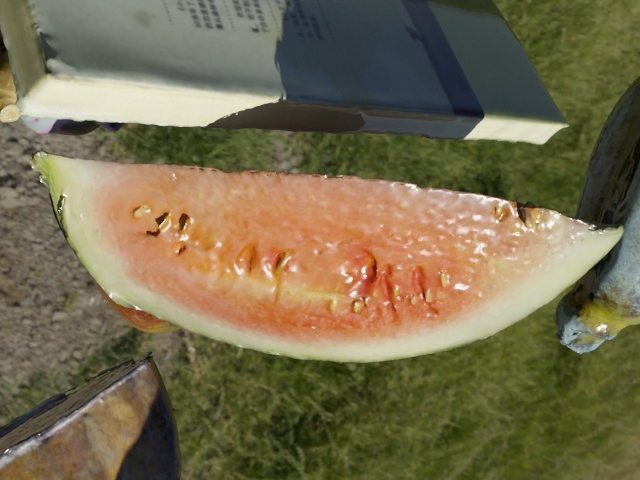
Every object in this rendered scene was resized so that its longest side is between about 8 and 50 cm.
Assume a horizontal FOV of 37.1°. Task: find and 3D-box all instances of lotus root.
[{"bbox_3d":[0.325,-0.021,0.912,0.140,0.158,0.322,1,123,-18],"label":"lotus root"},{"bbox_3d":[-0.245,0.245,0.930,0.272,0.272,0.192,-26,86,-46],"label":"lotus root"}]

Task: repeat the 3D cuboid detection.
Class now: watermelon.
[{"bbox_3d":[-0.001,0.004,0.421,0.119,0.245,0.063,98,1,-63],"label":"watermelon"}]

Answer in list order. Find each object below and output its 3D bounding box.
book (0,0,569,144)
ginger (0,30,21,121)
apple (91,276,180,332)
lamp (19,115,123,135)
[{"bbox_3d":[-0.020,-0.132,0.472,0.290,0.201,0.026,0,145,-35],"label":"book"},{"bbox_3d":[-0.170,-0.140,0.697,0.176,0.193,0.052,-50,149,-21],"label":"ginger"},{"bbox_3d":[-0.252,0.021,1.559,0.257,0.257,0.233,10,52,-54],"label":"apple"},{"bbox_3d":[-0.483,-0.316,1.659,0.301,0.247,0.247,27,96,-46],"label":"lamp"}]
